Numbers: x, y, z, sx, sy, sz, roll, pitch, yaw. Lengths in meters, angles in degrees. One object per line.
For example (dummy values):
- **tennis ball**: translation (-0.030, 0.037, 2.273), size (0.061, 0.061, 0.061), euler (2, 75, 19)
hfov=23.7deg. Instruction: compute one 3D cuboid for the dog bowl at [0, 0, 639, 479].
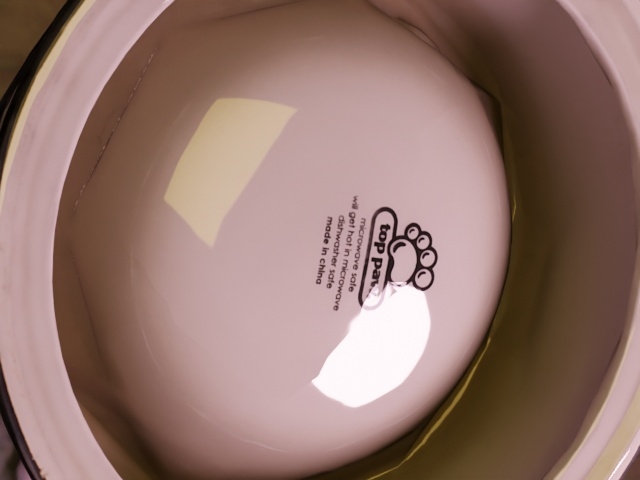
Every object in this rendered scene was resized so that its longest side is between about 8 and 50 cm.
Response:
- **dog bowl**: translation (0.000, 0.000, 0.823), size (0.408, 0.150, 0.408), euler (-4, 98, -27)
